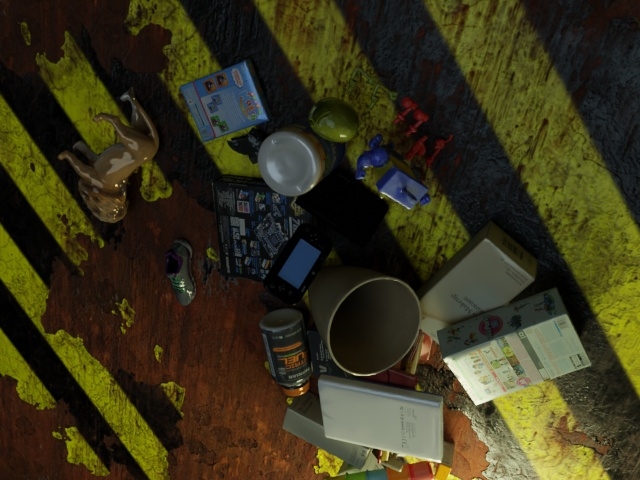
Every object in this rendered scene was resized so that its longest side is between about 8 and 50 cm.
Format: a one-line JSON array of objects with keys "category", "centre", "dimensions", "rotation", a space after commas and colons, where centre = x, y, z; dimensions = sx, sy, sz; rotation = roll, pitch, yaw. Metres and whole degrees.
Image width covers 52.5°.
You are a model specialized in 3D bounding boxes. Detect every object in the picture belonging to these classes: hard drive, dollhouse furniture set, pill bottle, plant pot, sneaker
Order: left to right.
[{"category": "sneaker", "centre": [-0.437, 0.110, 1.959], "dimensions": [0.083, 0.098, 0.224], "rotation": [9, 117, 19]}, {"category": "sneaker", "centre": [-0.157, -0.257, 1.695], "dimensions": [0.170, 0.051, 0.089], "rotation": [-19, 110, 32]}, {"category": "pill bottle", "centre": [-0.093, 0.333, 1.905], "dimensions": [0.130, 0.130, 0.246], "rotation": [-1, 114, 23]}, {"category": "pill bottle", "centre": [-0.025, -0.216, 1.529], "dimensions": [0.152, 0.272, 0.152], "rotation": [9, 117, 19]}, {"category": "plant pot", "centre": [0.076, 0.169, 1.665], "dimensions": [0.256, 0.274, 0.256], "rotation": [-8, 110, -23]}, {"category": "hard drive", "centre": [0.157, 0.458, 1.683], "dimensions": [0.318, 0.040, 0.210], "rotation": [6, 122, 21]}, {"category": "dollhouse furniture set", "centre": [0.195, 0.424, 1.797], "dimensions": [0.152, 0.201, 0.374], "rotation": [14, 125, 16]}]

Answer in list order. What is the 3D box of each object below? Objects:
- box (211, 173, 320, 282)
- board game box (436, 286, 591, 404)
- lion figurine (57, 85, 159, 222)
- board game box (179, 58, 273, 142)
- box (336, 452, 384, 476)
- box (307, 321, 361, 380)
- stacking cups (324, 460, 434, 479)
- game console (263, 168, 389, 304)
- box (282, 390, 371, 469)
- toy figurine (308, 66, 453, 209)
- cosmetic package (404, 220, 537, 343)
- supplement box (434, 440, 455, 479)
[{"category": "box", "centre": [-0.144, -0.022, 1.790], "dimensions": [0.293, 0.073, 0.296], "rotation": [7, 116, 18]}, {"category": "board game box", "centre": [0.469, 0.263, 1.578], "dimensions": [0.303, 0.097, 0.224], "rotation": [-25, 127, 17]}, {"category": "lion figurine", "centre": [-0.567, -0.228, 1.832], "dimensions": [0.392, 0.142, 0.240], "rotation": [-37, 104, 28]}, {"category": "board game box", "centre": [-0.246, -0.361, 1.690], "dimensions": [0.211, 0.039, 0.160], "rotation": [-12, 109, 28]}, {"category": "box", "centre": [0.126, 0.717, 2.014], "dimensions": [0.087, 0.101, 0.102], "rotation": [-36, 95, 32]}, {"category": "box", "centre": [0.057, 0.310, 1.853], "dimensions": [0.158, 0.093, 0.156], "rotation": [3, 115, 20]}, {"category": "stacking cups", "centre": [0.175, 0.710, 1.908], "dimensions": [0.316, 0.096, 0.096], "rotation": [-13, 110, 5]}, {"category": "game console", "centre": [0.000, 0.000, 1.618], "dimensions": [0.213, 0.361, 0.044], "rotation": [33, 166, -3]}, {"category": "box", "centre": [0.032, 0.568, 1.967], "dimensions": [0.275, 0.113, 0.094], "rotation": [23, 122, 14]}, {"category": "toy figurine", "centre": [0.163, -0.179, 1.406], "dimensions": [0.191, 0.217, 0.362], "rotation": [-40, 133, 25]}, {"category": "cosmetic package", "centre": [0.372, 0.118, 1.620], "dimensions": [0.160, 0.113, 0.309], "rotation": [39, 122, 0]}, {"category": "supplement box", "centre": [0.360, 0.641, 1.881], "dimensions": [0.036, 0.098, 0.062], "rotation": [17, 118, 10]}]
